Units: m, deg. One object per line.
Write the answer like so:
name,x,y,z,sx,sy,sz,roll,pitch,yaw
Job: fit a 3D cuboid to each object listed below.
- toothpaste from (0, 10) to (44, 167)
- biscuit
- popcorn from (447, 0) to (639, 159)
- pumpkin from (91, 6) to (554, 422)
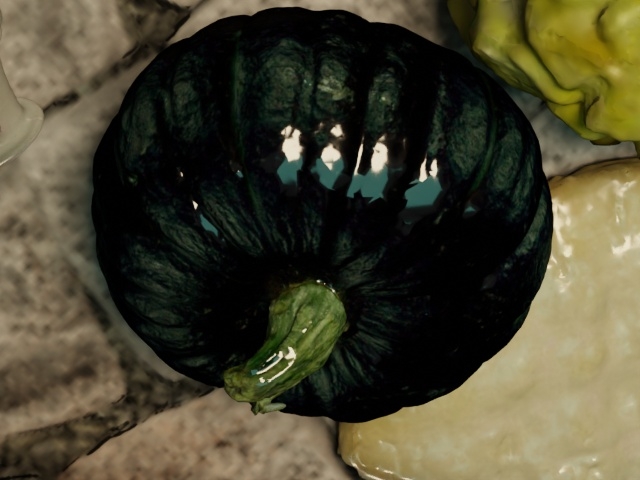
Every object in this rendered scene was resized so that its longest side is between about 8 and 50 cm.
toothpaste,-0.192,-0.164,0.615,0.100,0.066,0.323,-32,125,-13
biscuit,0.134,0.057,0.819,0.265,0.040,0.188,-26,111,-4
popcorn,0.145,-0.112,0.694,0.198,0.198,0.212,-21,134,-6
pumpkin,0.001,-0.010,0.700,0.194,0.150,0.194,-18,137,-17
